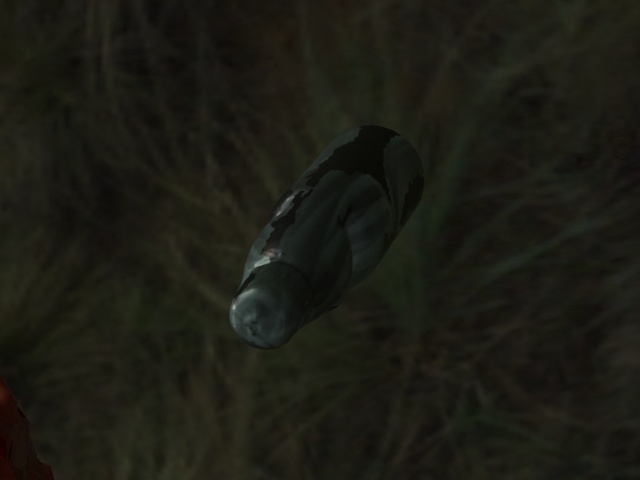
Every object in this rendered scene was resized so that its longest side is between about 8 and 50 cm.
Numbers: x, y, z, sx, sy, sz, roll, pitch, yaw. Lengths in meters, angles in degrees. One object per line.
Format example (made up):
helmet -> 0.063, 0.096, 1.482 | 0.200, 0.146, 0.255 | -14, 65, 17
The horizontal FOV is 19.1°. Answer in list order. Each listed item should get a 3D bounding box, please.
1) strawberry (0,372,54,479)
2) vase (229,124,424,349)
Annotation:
strawberry -> -0.221, 0.092, 0.410 | 0.351, 0.312, 0.267 | 46, 154, 4
vase -> 0.000, 0.000, 0.938 | 0.059, 0.211, 0.060 | 6, 112, 15
